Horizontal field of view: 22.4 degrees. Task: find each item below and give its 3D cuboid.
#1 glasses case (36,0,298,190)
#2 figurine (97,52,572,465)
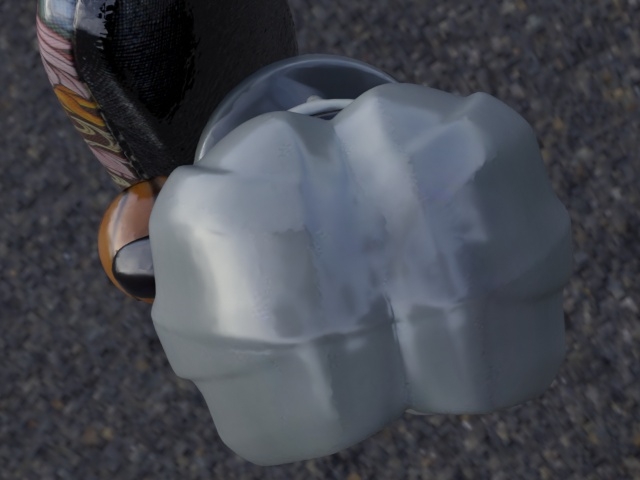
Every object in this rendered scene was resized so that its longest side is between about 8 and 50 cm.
[{"bbox_3d":[-0.067,-0.088,0.815,0.082,0.321,0.122,18,75,12],"label":"glasses case"},{"bbox_3d":[0.000,0.000,0.639,0.176,0.133,0.236,-17,16,-5],"label":"figurine"}]
